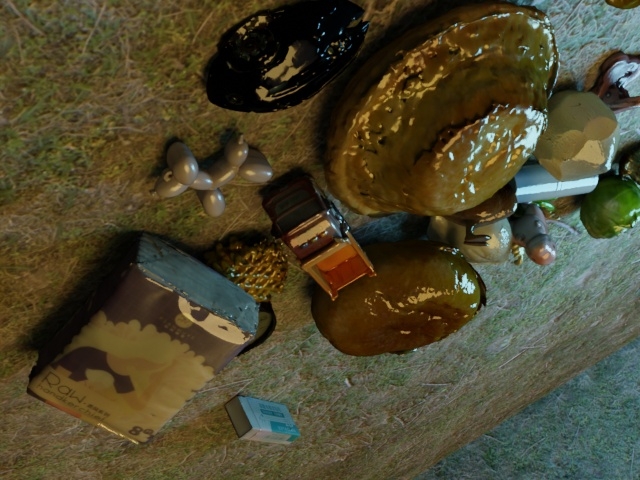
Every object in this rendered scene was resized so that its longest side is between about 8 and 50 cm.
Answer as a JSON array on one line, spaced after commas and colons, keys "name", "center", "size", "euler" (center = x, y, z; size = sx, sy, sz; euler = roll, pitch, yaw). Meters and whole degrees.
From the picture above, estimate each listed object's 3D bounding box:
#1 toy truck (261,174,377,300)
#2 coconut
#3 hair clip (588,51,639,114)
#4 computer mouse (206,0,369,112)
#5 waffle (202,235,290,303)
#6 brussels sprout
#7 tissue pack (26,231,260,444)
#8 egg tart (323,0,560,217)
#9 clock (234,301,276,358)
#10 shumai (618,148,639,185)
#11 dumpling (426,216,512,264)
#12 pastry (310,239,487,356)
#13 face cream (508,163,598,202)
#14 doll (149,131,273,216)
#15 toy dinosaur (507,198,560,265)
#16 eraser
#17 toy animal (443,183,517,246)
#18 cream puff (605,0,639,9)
[{"name": "toy truck", "center": [0.000, 0.000, 1.444], "size": [0.114, 0.135, 0.270], "euler": [-32, 150, 5]}, {"name": "coconut", "center": [0.470, -0.186, 1.543], "size": [0.161, 0.162, 0.161], "euler": [-22, 149, -14]}, {"name": "hair clip", "center": [0.555, -0.291, 1.594], "size": [0.123, 0.102, 0.138], "euler": [-7, 176, -31]}, {"name": "computer mouse", "center": [-0.040, -0.236, 1.111], "size": [0.242, 0.077, 0.146], "euler": [-30, 152, 0]}, {"name": "waffle", "center": [-0.144, 0.065, 1.490], "size": [0.197, 0.070, 0.193], "euler": [-29, 150, -6]}, {"name": "brussels sprout", "center": [0.662, -0.083, 1.920], "size": [0.149, 0.122, 0.151], "euler": [-34, -174, 20]}, {"name": "tissue pack", "center": [-0.297, 0.175, 1.389], "size": [0.242, 0.125, 0.343], "euler": [33, 117, -24]}, {"name": "egg tart", "center": [0.217, -0.172, 1.329], "size": [0.443, 0.178, 0.443], "euler": [-23, 149, -15]}, {"name": "clock", "center": [-0.174, 0.178, 1.661], "size": [0.185, 0.040, 0.184], "euler": [-21, 149, -13]}, {"name": "shumai", "center": [0.715, -0.170, 1.875], "size": [0.124, 0.087, 0.098], "euler": [-57, 160, -69]}, {"name": "dumpling", "center": [0.307, -0.011, 1.719], "size": [0.167, 0.126, 0.216], "euler": [-20, 156, 16]}, {"name": "pastry", "center": [0.155, 0.119, 1.688], "size": [0.356, 0.163, 0.356], "euler": [-8, 154, -4]}, {"name": "face cream", "center": [0.461, -0.122, 1.719], "size": [0.250, 0.077, 0.077], "euler": [-8, 144, -34]}, {"name": "doll", "center": [-0.165, -0.098, 1.227], "size": [0.161, 0.059, 0.160], "euler": [-34, 150, 9]}, {"name": "toy dinosaur", "center": [0.465, -0.020, 1.779], "size": [0.152, 0.177, 0.194], "euler": [-33, 152, 7]}, {"name": "eraser", "center": [-0.137, 0.441, 2.038], "size": [0.052, 0.095, 0.225], "euler": [-39, 149, 14]}, {"name": "toy animal", "center": [0.283, -0.083, 1.604], "size": [0.188, 0.179, 0.089], "euler": [5, 171, 5]}, {"name": "cream puff", "center": [0.447, -0.402, 1.223], "size": [0.156, 0.156, 0.121], "euler": [1, 120, -42]}]
